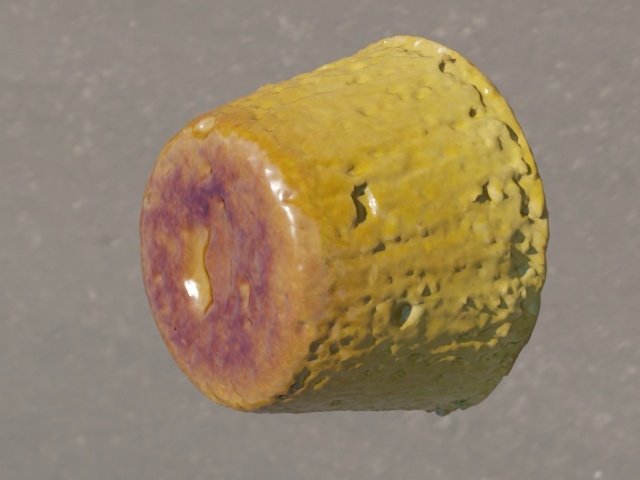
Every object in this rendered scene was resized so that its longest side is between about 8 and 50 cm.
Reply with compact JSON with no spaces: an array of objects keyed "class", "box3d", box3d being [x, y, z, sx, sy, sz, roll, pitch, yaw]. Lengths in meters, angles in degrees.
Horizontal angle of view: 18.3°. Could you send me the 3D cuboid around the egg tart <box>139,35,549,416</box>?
[{"class":"egg tart","box3d":[0.000,0.000,1.009,0.203,0.147,0.202,16,111,51]}]
